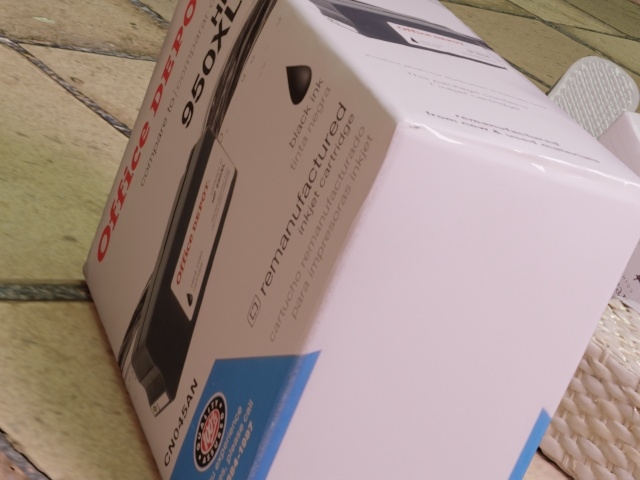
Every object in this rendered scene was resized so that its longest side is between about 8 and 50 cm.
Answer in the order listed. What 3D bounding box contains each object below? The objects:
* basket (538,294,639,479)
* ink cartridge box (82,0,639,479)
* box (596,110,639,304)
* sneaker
[{"bbox_3d":[0.227,0.125,1.295,0.103,0.113,0.167,3,26,-39],"label":"basket"},{"bbox_3d":[0.000,0.000,1.082,0.166,0.285,0.395,15,19,-24],"label":"ink cartridge box"},{"bbox_3d":[0.361,-0.013,1.749,0.182,0.119,0.181,9,47,-36],"label":"box"},{"bbox_3d":[0.226,-0.076,1.881,0.126,0.127,0.321,45,48,10],"label":"sneaker"}]
